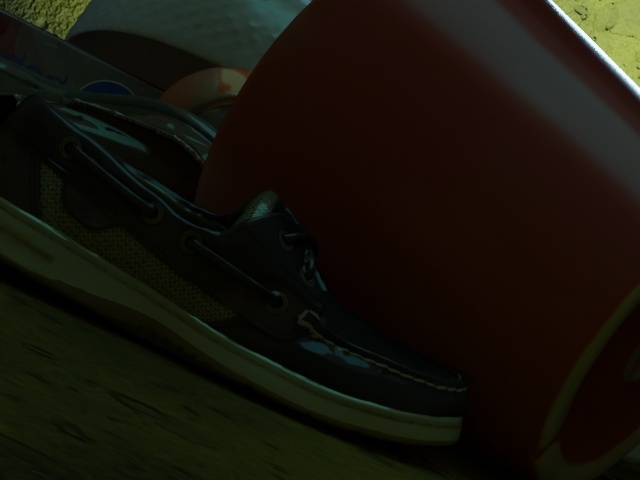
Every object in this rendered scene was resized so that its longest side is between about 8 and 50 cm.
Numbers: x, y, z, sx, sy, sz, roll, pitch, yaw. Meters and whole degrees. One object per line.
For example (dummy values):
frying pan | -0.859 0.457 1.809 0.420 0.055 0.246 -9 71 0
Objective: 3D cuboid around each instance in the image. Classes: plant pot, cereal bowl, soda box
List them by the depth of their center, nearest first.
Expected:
plant pot | 0.102 -0.003 1.104 0.243 0.275 0.275 39 10 26
soda box | -0.212 -0.116 1.606 0.263 0.092 0.083 27 2 10
cereal bowl | -0.054 -0.138 1.706 0.339 0.141 0.339 26 -20 10

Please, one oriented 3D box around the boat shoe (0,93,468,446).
boat shoe | -0.045 0.017 0.965 0.285 0.092 0.103 25 4 -4

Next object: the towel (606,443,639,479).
towel | 0.389 0.057 1.249 0.320 0.374 0.090 26 -18 12

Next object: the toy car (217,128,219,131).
toy car | 0.004 -0.012 1.339 0.188 0.155 0.149 12 7 -12

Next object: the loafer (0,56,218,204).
loafer | -0.170 -0.053 1.246 0.251 0.094 0.087 17 27 13

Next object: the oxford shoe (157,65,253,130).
oxford shoe | 0.000 0.000 1.518 0.363 0.130 0.133 31 32 -48
